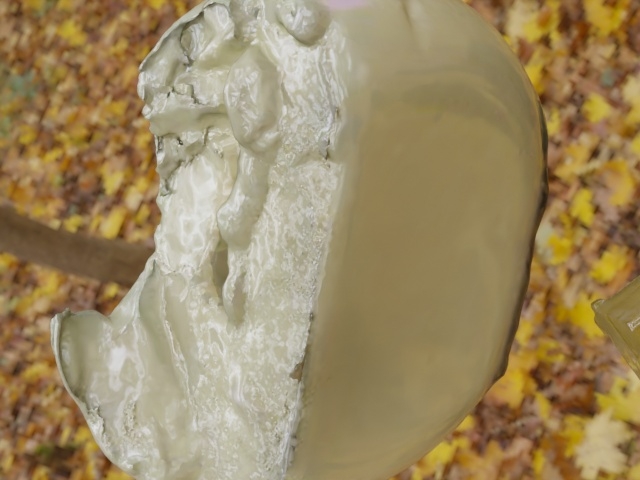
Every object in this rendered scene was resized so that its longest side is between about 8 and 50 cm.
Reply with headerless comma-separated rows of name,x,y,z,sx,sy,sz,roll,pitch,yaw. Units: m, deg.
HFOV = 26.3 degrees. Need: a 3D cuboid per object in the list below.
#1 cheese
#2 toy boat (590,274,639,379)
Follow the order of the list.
cheese,0.000,0.000,0.666,0.127,0.233,0.266,24,110,42
toy boat,0.175,0.082,0.490,0.057,0.077,0.200,-36,62,-10
